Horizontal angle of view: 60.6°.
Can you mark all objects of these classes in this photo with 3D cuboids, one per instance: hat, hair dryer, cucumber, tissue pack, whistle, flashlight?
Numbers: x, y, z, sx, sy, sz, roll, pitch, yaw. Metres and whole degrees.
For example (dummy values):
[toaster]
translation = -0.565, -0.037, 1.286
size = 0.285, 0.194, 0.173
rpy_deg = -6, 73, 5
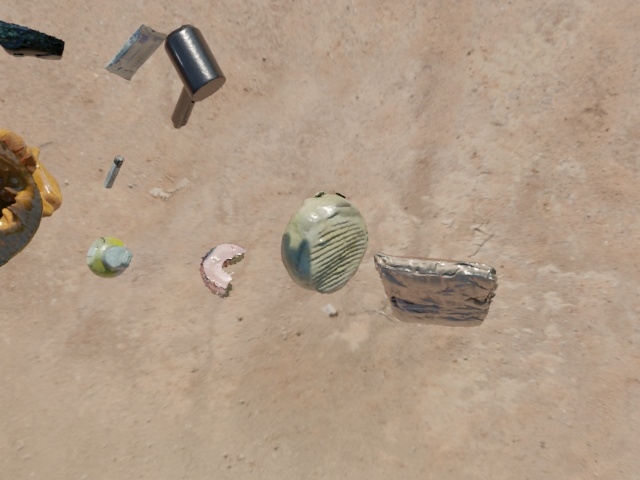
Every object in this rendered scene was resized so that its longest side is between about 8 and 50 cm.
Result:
[hat]
translation = -0.501, -0.112, 0.856
size = 0.233, 0.233, 0.245
rpy_deg = -10, 118, 6
[hair dryer]
translation = -0.251, -0.284, 1.023
size = 0.070, 0.248, 0.114
rpy_deg = -27, 88, -27
[cucumber]
translation = -0.897, -0.602, 1.686
size = 0.192, 0.115, 0.086
rpy_deg = -3, 84, -37
[tissue pack]
translation = -0.558, -0.566, 1.656
size = 0.193, 0.122, 0.026
rpy_deg = -39, 81, 18
[whistle]
translation = -0.575, 0.051, 1.541
size = 0.122, 0.223, 0.123
rpy_deg = 0, 90, -42
[flashlight]
translation = -0.464, -0.153, 1.228
size = 0.018, 0.018, 0.083
rpy_deg = 52, 121, 26

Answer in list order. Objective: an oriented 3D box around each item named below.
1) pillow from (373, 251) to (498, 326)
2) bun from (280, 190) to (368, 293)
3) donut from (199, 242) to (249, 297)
[pillow]
translation = 0.132, 0.064, 0.627
size = 0.126, 0.232, 0.043
rpy_deg = 5, 71, 14
[bun]
translation = 0.000, 0.000, 1.268
size = 0.141, 0.239, 0.239
rpy_deg = 24, 87, 39
[donut]
translation = -0.278, 0.077, 1.517
size = 0.116, 0.065, 0.166
rpy_deg = 21, 54, 3
